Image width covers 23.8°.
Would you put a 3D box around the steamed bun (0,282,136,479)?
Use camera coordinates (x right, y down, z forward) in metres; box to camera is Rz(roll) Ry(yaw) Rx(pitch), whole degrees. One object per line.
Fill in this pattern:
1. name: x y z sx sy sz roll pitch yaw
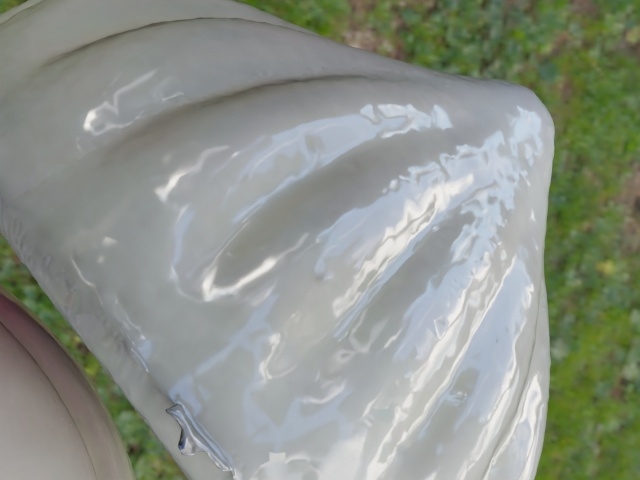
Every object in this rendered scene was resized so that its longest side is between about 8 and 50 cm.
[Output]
1. steamed bun: -0.212 0.096 0.569 0.309 0.309 0.309 -15 113 -40

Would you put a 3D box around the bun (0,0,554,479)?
1. bun: 0.000 0.000 0.532 0.175 0.263 0.263 -38 128 -8
